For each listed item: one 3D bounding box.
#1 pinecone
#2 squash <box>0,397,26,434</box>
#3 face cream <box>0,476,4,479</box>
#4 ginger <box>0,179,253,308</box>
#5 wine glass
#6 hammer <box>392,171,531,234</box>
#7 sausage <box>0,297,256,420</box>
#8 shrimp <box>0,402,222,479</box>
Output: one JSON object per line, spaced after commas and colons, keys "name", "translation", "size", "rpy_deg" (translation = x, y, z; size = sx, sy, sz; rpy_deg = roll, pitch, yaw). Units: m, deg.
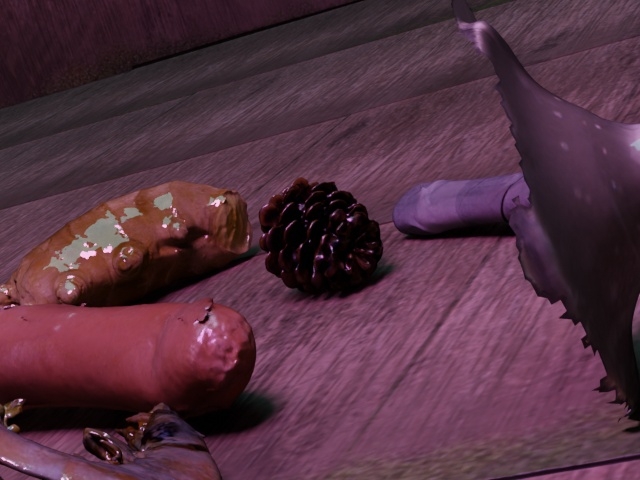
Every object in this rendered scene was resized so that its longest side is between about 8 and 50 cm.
{"name": "pinecone", "translation": [0.000, 0.000, 1.220], "size": [0.077, 0.077, 0.083], "rpy_deg": [-23, 22, -16]}
{"name": "squash", "translation": [-0.299, 0.160, 0.935], "size": [0.341, 0.094, 0.094], "rpy_deg": [-27, 14, -21]}
{"name": "face cream", "translation": [-0.264, 0.181, 0.821], "size": [0.285, 0.067, 0.139], "rpy_deg": [-24, 19, -23]}
{"name": "ginger", "translation": [-0.153, 0.012, 1.375], "size": [0.205, 0.081, 0.115], "rpy_deg": [-26, -20, 6]}
{"name": "wine glass", "translation": [0.238, -0.068, 0.797], "size": [0.322, 0.238, 0.238], "rpy_deg": [-20, 12, 12]}
{"name": "hammer", "translation": [0.164, -0.028, 1.120], "size": [0.152, 0.044, 0.427], "rpy_deg": [-43, 19, -28]}
{"name": "sausage", "translation": [-0.137, 0.071, 1.100], "size": [0.304, 0.078, 0.078], "rpy_deg": [-7, 17, 44]}
{"name": "shrimp", "translation": [-0.120, 0.094, 0.914], "size": [0.147, 0.035, 0.195], "rpy_deg": [15, 5, -9]}
